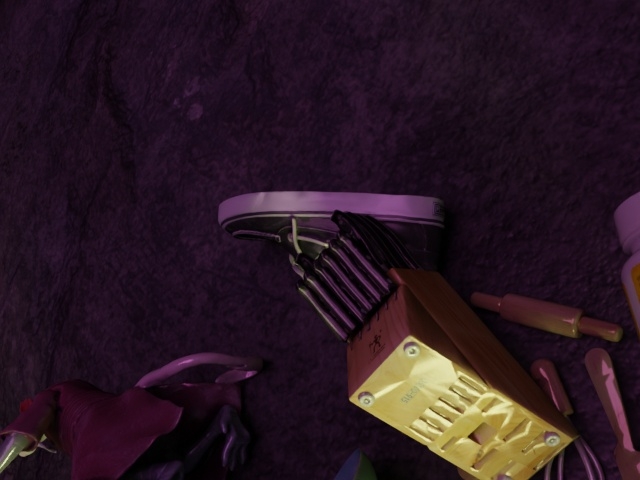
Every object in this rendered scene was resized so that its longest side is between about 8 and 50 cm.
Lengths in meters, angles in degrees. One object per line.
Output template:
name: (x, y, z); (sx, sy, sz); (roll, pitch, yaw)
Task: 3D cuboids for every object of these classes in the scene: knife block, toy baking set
knife block: (0.103, 0.089, 0.740); (0.088, 0.276, 0.242); (-51, 15, 23)
toy baking set: (0.216, 0.154, 0.721); (0.256, 0.030, 0.196); (6, 83, 44)

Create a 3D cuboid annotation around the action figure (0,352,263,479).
action figure: (-0.294, 0.241, 0.973); (0.370, 0.248, 0.275); (8, 79, 39)

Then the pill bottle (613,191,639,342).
pill bottle: (0.319, 0.059, 0.603); (0.119, 0.119, 0.208); (-24, 61, 32)

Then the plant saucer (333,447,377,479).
plant saucer: (-0.019, 0.352, 0.706); (0.044, 0.317, 0.317); (29, 96, 5)

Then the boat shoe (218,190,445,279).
boat shoe: (0.002, 0.001, 0.900); (0.307, 0.113, 0.104); (3, 83, 25)
